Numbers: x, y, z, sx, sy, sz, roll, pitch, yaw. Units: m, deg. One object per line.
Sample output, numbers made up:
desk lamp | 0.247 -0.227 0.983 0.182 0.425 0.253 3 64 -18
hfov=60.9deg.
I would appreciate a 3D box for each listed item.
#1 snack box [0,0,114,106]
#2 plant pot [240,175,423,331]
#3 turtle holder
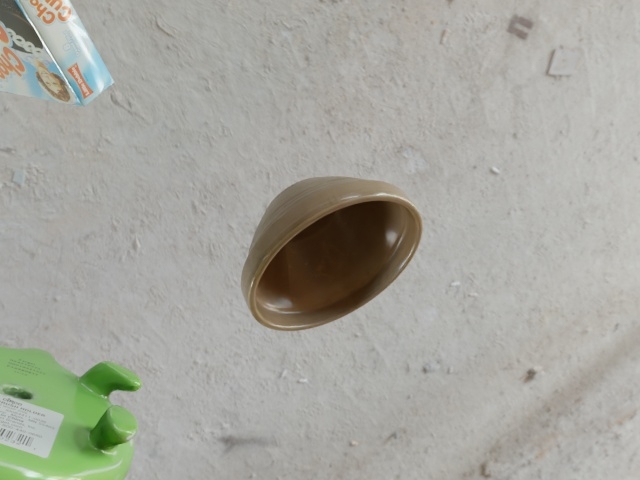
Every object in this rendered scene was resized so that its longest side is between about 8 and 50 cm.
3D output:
snack box | -0.411 -0.270 0.649 0.060 0.322 0.187 -55 146 -31
plant pot | 0.000 0.000 0.684 0.238 0.109 0.237 -22 144 -17
turtle holder | -0.325 0.199 0.497 0.243 0.320 0.227 30 83 -47
